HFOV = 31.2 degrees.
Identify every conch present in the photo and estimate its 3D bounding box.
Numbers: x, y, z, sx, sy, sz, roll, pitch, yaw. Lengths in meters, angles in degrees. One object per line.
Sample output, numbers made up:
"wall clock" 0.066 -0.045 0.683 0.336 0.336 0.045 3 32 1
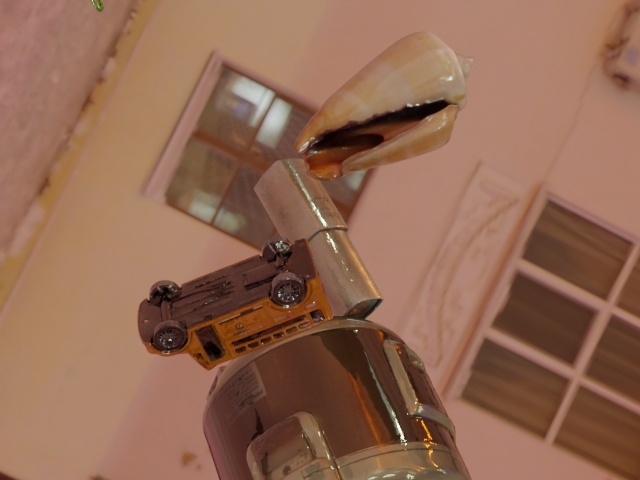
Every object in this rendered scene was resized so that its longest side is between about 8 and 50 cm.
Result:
"conch" 0.091 -0.163 1.479 0.255 0.158 0.127 -29 162 8

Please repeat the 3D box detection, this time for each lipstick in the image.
"lipstick" 0.000 0.000 1.650 0.079 0.253 0.077 -4 144 -46

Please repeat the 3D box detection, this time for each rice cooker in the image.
"rice cooker" 0.025 0.299 1.516 0.335 0.335 0.325 -59 -140 36

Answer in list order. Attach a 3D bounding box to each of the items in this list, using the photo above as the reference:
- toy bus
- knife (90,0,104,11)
"toy bus" -0.089 0.073 1.193 0.194 0.088 0.083 -21 -145 3
"knife" -0.365 -0.425 1.735 0.078 0.022 0.166 -72 150 -55
